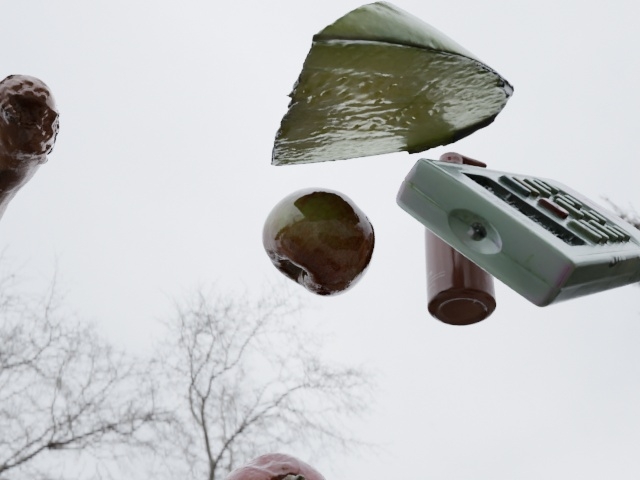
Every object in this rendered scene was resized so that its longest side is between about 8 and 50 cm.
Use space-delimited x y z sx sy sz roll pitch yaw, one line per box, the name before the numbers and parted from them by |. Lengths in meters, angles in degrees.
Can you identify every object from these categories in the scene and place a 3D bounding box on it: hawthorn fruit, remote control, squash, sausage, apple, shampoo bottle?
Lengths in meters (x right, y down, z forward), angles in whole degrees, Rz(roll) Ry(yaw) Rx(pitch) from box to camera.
hawthorn fruit | -0.067 0.417 1.234 0.205 0.205 0.253 10 -54 -20
remote control | 0.200 -0.010 0.709 0.344 0.145 0.050 -3 -54 -58
squash | 0.080 -0.133 0.793 0.155 0.237 0.204 43 -114 3
sausage | -0.330 -0.054 0.811 0.078 0.078 0.304 23 -45 -26
apple | 0.001 0.000 0.879 0.102 0.126 0.126 -51 -56 -19
shampoo bottle | 0.172 -0.013 1.022 0.086 0.244 0.085 4 -36 3
